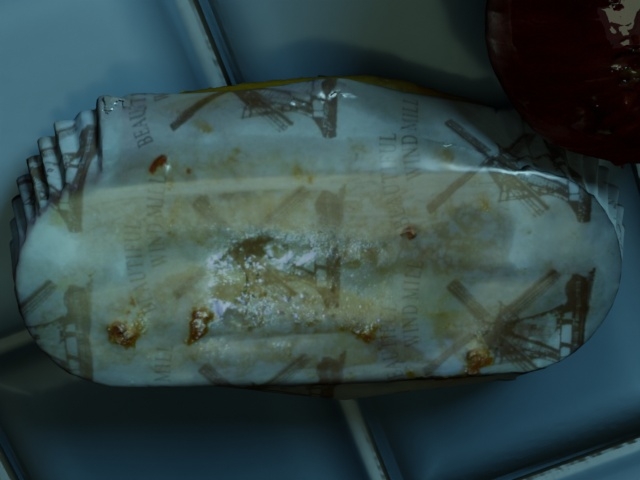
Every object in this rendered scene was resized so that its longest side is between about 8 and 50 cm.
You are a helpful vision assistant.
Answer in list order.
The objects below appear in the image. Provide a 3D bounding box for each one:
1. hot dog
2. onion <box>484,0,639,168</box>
[{"bbox_3d":[0.000,0.000,0.574,0.268,0.075,0.144,4,106,-3],"label":"hot dog"},{"bbox_3d":[0.126,-0.092,0.528,0.131,0.131,0.131,-2,111,-4],"label":"onion"}]
